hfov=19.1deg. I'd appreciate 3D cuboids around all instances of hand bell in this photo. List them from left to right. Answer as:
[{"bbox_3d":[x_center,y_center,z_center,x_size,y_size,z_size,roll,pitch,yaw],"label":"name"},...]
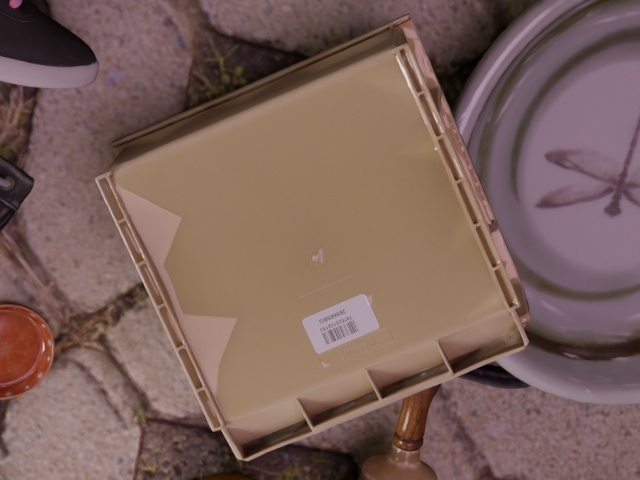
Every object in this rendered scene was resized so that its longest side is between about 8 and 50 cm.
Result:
[{"bbox_3d":[0.075,0.162,1.625,0.126,0.126,0.242,2,112,-20],"label":"hand bell"}]

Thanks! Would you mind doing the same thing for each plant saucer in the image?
[{"bbox_3d":[-0.260,0.089,1.559,0.083,0.013,0.083,-6,111,-16],"label":"plant saucer"},{"bbox_3d":[0.269,-0.059,1.640,0.400,0.100,0.401,-6,111,-17],"label":"plant saucer"}]

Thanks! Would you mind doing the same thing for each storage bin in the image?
[{"bbox_3d":[0.000,0.000,1.487,0.262,0.123,0.260,-23,101,7],"label":"storage bin"}]

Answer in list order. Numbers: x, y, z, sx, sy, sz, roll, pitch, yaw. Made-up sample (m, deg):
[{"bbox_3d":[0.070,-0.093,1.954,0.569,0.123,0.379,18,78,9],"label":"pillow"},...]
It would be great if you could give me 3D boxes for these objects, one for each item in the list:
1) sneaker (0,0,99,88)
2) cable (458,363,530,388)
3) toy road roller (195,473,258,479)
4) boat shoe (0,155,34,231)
[{"bbox_3d":[-0.274,-0.221,1.394,0.295,0.104,0.147,25,104,-20],"label":"sneaker"},{"bbox_3d":[0.080,0.098,1.644,0.287,0.072,0.139,21,98,-23],"label":"cable"},{"bbox_3d":[-0.131,0.323,1.589,0.329,0.202,0.241,3,95,-25],"label":"toy road roller"},{"bbox_3d":[-0.351,-0.112,1.415,0.119,0.121,0.335,-50,126,-7],"label":"boat shoe"}]
